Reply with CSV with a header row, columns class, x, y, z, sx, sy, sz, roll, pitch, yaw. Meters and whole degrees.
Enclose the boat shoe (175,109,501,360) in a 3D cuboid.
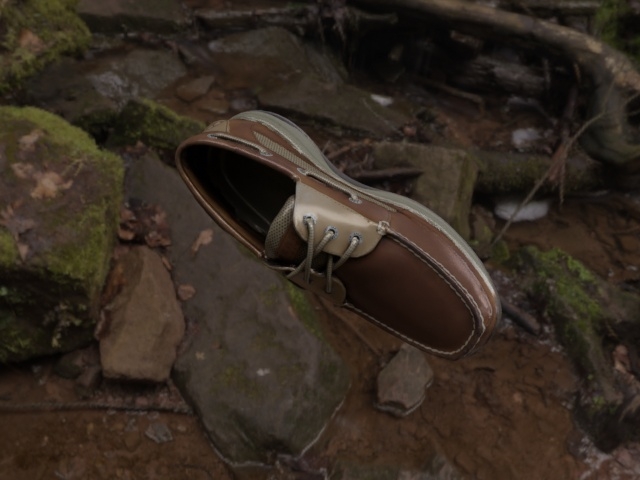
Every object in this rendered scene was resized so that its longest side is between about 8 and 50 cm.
class,x,y,z,sx,sy,sz,roll,pitch,yaw
boat shoe,0.000,0.000,0.577,0.324,0.123,0.116,34,29,23
